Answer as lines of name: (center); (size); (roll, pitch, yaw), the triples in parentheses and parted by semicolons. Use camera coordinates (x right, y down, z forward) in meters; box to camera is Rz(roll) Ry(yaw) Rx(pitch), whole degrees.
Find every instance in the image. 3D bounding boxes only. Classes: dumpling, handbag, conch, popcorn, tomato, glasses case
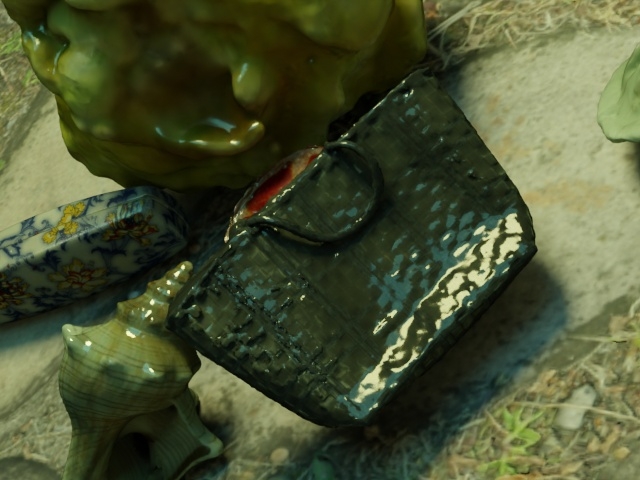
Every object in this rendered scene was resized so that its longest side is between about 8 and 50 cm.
dumpling: (0.290, -0.128, 1.162); (0.108, 0.152, 0.219); (46, 65, 7)
handbag: (0.032, 0.017, 1.144); (0.270, 0.175, 0.088); (-44, -2, -7)
conch: (-0.137, 0.124, 1.224); (0.137, 0.233, 0.114); (8, 25, 3)
popcorn: (-0.085, -0.199, 1.332); (0.334, 0.292, 0.293); (-31, 28, -10)
tomato: (0.000, 0.000, 1.262); (0.156, 0.069, 0.155); (-19, 48, 22)
glasses case: (-0.234, 0.016, 1.401); (0.248, 0.087, 0.065); (-19, 57, 20)
